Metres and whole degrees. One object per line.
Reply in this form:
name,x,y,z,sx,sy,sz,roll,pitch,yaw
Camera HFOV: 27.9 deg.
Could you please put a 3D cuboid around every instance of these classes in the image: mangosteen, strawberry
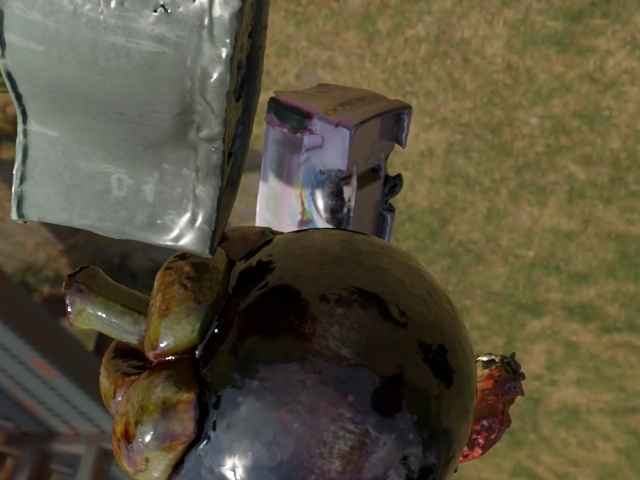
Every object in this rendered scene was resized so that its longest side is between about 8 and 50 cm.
mangosteen,-0.035,0.079,0.747,0.250,0.211,0.211,27,147,-8
strawberry,0.086,0.132,0.898,0.048,0.152,0.104,53,171,-18

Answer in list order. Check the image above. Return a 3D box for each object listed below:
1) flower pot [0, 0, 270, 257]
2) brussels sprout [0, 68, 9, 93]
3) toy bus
flower pot,-0.083,-0.087,0.598,0.108,0.103,0.229,14,143,1
brussels sprout,-0.227,-0.187,0.852,0.223,0.223,0.161,18,133,-12
toy bus,0.000,0.000,1.101,0.112,0.090,0.274,29,125,33
